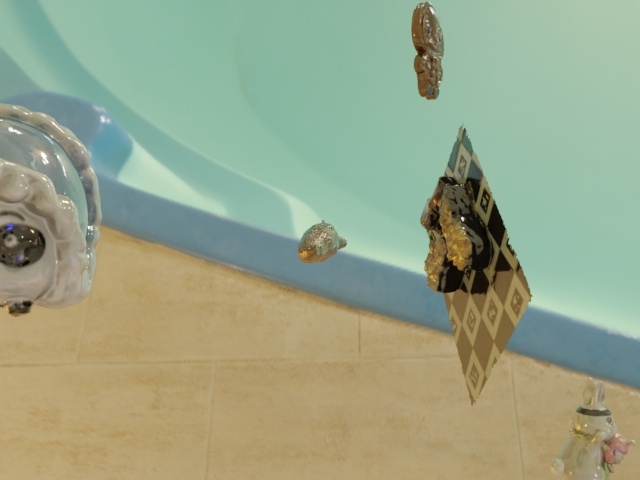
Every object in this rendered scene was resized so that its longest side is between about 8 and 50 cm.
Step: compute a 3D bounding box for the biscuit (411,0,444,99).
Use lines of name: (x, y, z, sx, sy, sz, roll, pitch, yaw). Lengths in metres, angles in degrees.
biscuit: (0.198, -0.343, 1.417, 0.026, 0.124, 0.174, -2, 88, 30)

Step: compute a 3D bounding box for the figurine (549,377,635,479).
figurine: (0.392, 0.279, 1.119, 0.081, 0.098, 0.146, 14, 76, 58)

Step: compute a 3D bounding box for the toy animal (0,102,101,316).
toy animal: (-0.313, -0.035, 0.747, 0.208, 0.155, 0.204, 11, 24, -12)

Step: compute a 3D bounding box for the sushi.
sushi: (0.146, 0.015, 0.870, 0.043, 0.192, 0.279, 3, 46, -10)

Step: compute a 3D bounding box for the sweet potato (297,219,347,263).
sweet potato: (0.000, 0.000, 1.324, 0.066, 0.314, 0.072, -6, 90, 6)
